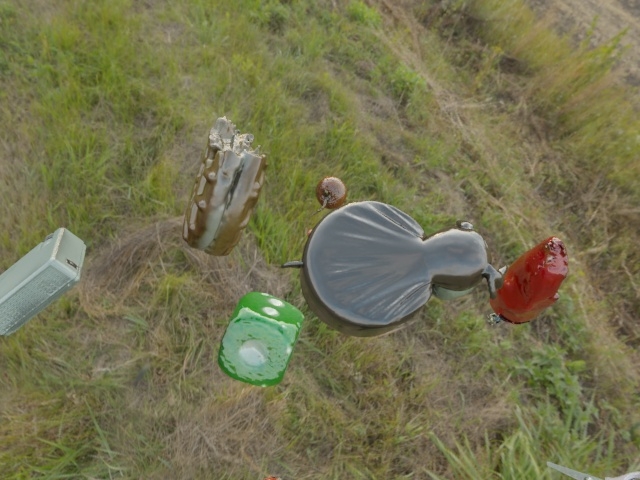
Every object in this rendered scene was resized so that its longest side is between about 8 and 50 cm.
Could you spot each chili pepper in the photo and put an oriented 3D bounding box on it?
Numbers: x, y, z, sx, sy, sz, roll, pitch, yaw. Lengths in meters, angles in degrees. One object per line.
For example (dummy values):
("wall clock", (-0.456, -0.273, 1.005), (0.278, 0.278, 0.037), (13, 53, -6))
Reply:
("chili pepper", (0.404, 0.095, 0.859), (0.110, 0.387, 0.110), (-4, 66, 9))

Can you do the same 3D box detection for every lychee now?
("lychee", (0.032, -0.142, 1.368), (0.101, 0.114, 0.140), (18, 39, -17))

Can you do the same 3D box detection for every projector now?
("projector", (-0.748, 0.106, 1.140), (0.256, 0.099, 0.192), (-38, 37, 2))

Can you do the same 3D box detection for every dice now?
("dice", (-0.242, 0.404, 1.800), (0.287, 0.297, 0.300), (18, 10, 3))

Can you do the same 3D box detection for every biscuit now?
("biscuit", (-0.210, -0.108, 0.920), (0.115, 0.268, 0.366), (18, 16, -19))

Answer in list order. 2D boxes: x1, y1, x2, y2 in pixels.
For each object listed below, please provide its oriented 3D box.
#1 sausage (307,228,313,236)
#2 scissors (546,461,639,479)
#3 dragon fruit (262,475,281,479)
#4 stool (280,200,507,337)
("sausage", (0.000, 0.000, 1.243), (0.034, 0.253, 0.034), (-2, 80, 11))
("scissors", (0.458, 0.403, 0.717), (0.100, 0.189, 0.015), (-40, 99, -23))
("dragon fruit", (-0.142, 0.717, 1.238), (0.056, 0.060, 0.083), (6, 78, -39))
("stool", (0.070, 0.031, 0.437), (0.217, 0.121, 0.125), (-5, 68, -4))
